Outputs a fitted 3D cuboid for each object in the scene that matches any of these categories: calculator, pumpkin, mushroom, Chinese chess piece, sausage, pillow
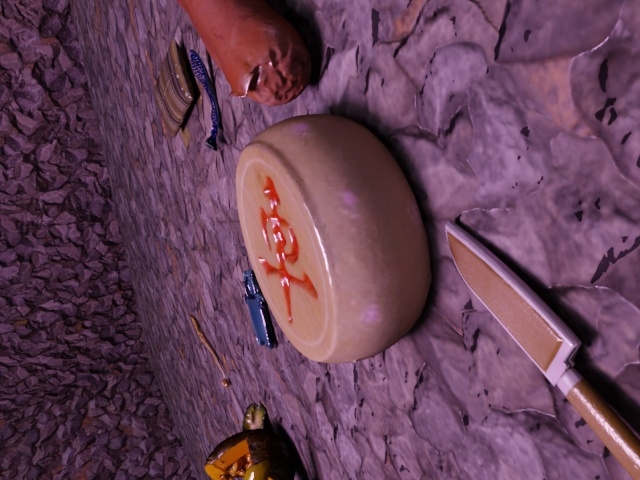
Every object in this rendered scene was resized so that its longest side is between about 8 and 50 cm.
[{"bbox_3d":[-0.110,0.119,0.971,0.094,0.019,0.141,-5,100,65],"label":"calculator"},{"bbox_3d":[-0.123,0.413,1.061,0.184,0.107,0.119,-5,135,30],"label":"pumpkin"},{"bbox_3d":[-0.296,0.283,1.479,0.026,0.028,0.286,36,-170,-46],"label":"mushroom"},{"bbox_3d":[0.000,0.000,0.562,0.251,0.097,0.250,46,146,46],"label":"Chinese chess piece"},{"bbox_3d":[-0.133,-0.303,0.651,0.094,0.094,0.418,-44,59,20],"label":"sausage"},{"bbox_3d":[-0.271,-0.271,1.028,0.203,0.038,0.113,-25,83,65],"label":"pillow"}]

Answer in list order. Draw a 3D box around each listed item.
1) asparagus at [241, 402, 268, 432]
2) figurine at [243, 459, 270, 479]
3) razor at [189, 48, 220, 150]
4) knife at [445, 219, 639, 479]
[{"bbox_3d":[-0.121,0.485,1.169,0.080,0.080,0.287,18,122,61],"label":"asparagus"},{"bbox_3d":[-0.069,0.532,0.947,0.218,0.169,0.326,40,153,24],"label":"figurine"},{"bbox_3d":[-0.177,-0.220,0.874,0.044,0.028,0.154,32,135,55],"label":"razor"},{"bbox_3d":[0.157,0.073,0.367,0.046,0.022,0.256,90,156,-46],"label":"knife"}]
